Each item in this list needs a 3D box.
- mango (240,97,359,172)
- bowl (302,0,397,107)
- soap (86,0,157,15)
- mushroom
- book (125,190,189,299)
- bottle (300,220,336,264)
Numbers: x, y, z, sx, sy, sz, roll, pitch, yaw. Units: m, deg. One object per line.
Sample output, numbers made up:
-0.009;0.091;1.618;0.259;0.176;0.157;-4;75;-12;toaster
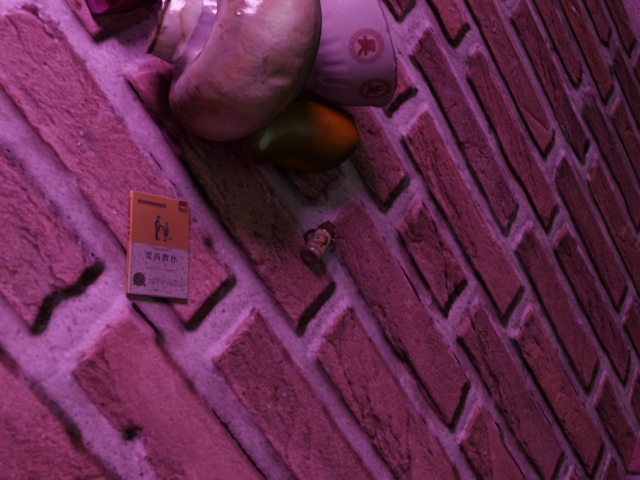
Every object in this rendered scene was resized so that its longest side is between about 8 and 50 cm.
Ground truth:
-0.043;-0.207;1.434;0.289;0.129;0.146;2;92;-47;mango
-0.002;-0.388;1.428;0.157;0.337;0.337;-26;102;-13;bowl
-0.343;-0.515;1.218;0.162;0.099;0.250;-32;105;-45;soap
-0.146;-0.341;1.228;0.260;0.352;0.352;15;69;-21;mushroom
-0.271;0.010;1.234;0.118;0.012;0.172;11;73;-45;book
-0.001;-0.001;1.493;0.063;0.047;0.101;46;50;-16;bottle
